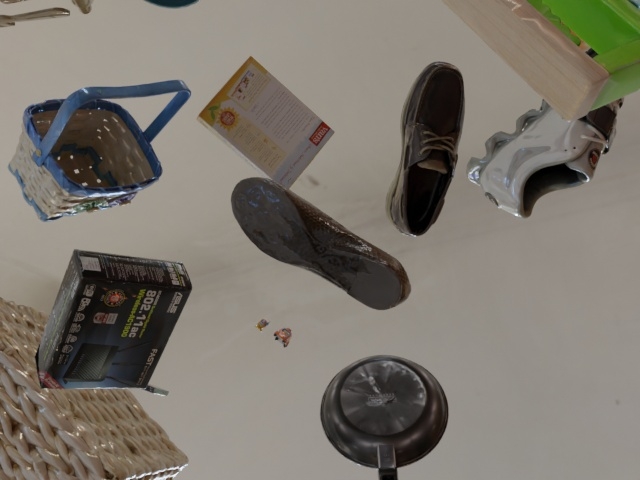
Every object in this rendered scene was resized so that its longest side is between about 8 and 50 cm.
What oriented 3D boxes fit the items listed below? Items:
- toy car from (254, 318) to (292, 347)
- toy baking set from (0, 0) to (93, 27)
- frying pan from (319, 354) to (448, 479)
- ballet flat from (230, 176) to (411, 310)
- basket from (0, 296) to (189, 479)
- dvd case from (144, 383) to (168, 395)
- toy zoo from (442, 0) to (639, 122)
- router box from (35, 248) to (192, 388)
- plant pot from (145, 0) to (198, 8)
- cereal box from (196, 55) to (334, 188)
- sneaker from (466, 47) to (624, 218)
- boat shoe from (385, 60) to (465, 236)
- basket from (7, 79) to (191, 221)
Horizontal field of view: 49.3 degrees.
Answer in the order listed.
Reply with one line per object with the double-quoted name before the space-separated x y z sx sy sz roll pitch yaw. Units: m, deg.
"toy car" -0.113 0.210 1.680 0.040 0.122 0.060 -47 -37 -18
"toy baking set" -0.362 -0.295 0.806 0.256 0.197 0.030 -179 89 -82
"frying pan" 0.072 0.295 1.024 0.053 0.197 0.326 82 -152 -45
"ballet flat" 0.000 0.000 0.821 0.058 0.250 0.084 -23 -42 -58
"basket" -0.390 0.278 0.894 0.331 0.266 0.328 45 173 13
"dvd case" -0.367 0.281 1.381 0.087 0.119 0.013 73 -143 -73
"toy zoo" 0.200 -0.192 0.438 0.293 0.030 0.192 -24 -118 -22
"router box" -0.172 0.069 0.577 0.092 0.122 0.038 8 -147 -36
"plant pot" -0.297 -0.656 1.433 0.290 0.290 0.195 55 -137 -27
"cereal box" -0.112 -0.240 1.460 0.240 0.047 0.173 41 -103 -12
"sneaker" 0.387 -0.159 1.033 0.122 0.330 0.146 30 -159 -45
"boat shoe" 0.225 -0.169 1.382 0.130 0.132 0.355 -116 31 -66
"basket" -0.378 -0.170 1.208 0.201 0.289 0.255 53 -144 11
